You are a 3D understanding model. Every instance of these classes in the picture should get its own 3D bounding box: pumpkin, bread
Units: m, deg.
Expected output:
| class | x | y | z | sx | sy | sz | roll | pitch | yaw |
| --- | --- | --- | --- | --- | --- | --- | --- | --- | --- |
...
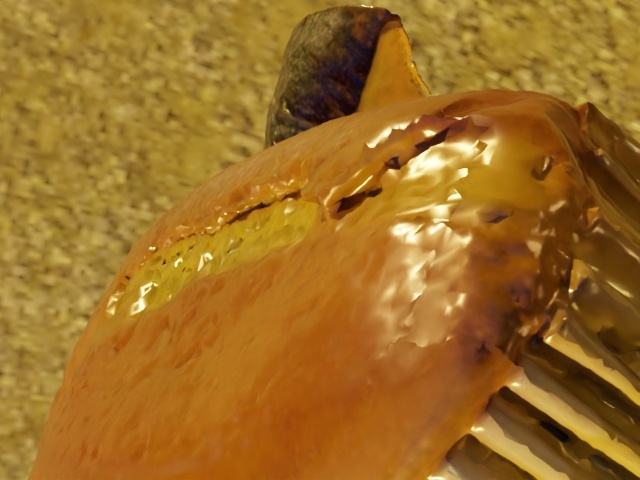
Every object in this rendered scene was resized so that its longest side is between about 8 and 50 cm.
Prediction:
| class | x | y | z | sx | sy | sz | roll | pitch | yaw |
| --- | --- | --- | --- | --- | --- | --- | --- | --- | --- |
| pumpkin | -0.004 | -0.003 | 1.152 | 0.111 | 0.278 | 0.163 | 23 | 62 | 34 |
| bread | 0.017 | 0.051 | 0.623 | 0.288 | 0.156 | 0.204 | -19 | 38 | 55 |
